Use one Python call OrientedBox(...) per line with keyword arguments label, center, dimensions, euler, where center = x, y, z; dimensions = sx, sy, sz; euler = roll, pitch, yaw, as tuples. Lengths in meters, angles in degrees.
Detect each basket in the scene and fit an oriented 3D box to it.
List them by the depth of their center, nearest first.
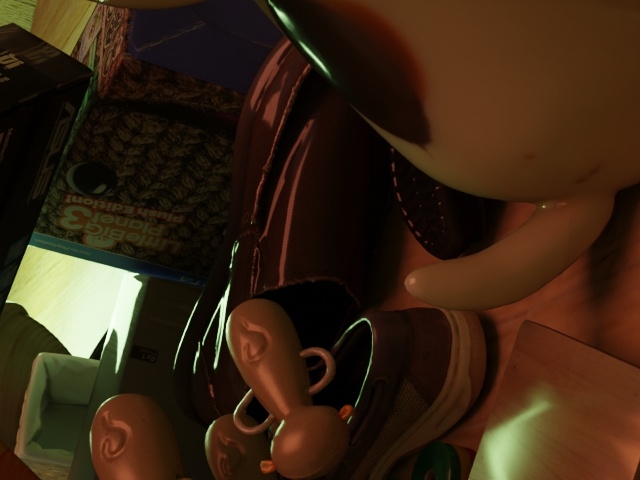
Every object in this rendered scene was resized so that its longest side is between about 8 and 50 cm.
OrientedBox(label="basket", center=(-0.229, 0.196, 1.279), dimensions=(0.103, 0.167, 0.113), euler=(131, 148, -56))

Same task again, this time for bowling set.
OrientedBox(label="bowling set", center=(-0.073, 0.192, 0.793), dimensions=(0.287, 0.200, 0.154), euler=(-36, 49, 7))

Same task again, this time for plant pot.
OrientedBox(label="plant pot", center=(-0.334, 0.190, 1.399), dimensions=(0.237, 0.110, 0.237), euler=(6, -90, -86))

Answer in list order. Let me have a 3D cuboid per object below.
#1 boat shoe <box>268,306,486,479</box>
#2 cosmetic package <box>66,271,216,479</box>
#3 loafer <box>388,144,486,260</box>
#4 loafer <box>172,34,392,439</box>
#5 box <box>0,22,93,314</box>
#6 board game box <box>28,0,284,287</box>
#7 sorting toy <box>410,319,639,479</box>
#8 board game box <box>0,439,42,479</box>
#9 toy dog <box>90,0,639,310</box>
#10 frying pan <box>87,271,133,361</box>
OrientedBox(label="boat shoe", center=(0.007, 0.131, 0.865), dimensions=(0.285, 0.092, 0.103), euler=(-50, 32, 43))
OrientedBox(label="cosmetic package", center=(-0.148, 0.158, 1.163), dimensions=(0.107, 0.127, 0.238), euler=(-1, 76, 66))
OrientedBox(label="loafer", center=(0.092, -0.096, 0.851), dimensions=(0.080, 0.078, 0.220), euler=(151, 114, -70))
OrientedBox(label="loafer", center=(0.000, 0.000, 0.959), dimensions=(0.130, 0.134, 0.366), euler=(34, 111, 56))
OrientedBox(label="box", center=(-0.352, 0.044, 0.964), dimensions=(0.395, 0.097, 0.318), euler=(-62, -7, 26))
OrientedBox(label="board game box", center=(-0.119, -0.097, 1.132), dimensions=(0.291, 0.232, 0.141), euler=(-48, 34, 48))
OrientedBox(label="sorting toy", center=(0.138, 0.123, 0.630), dimensions=(0.274, 0.046, 0.132), euler=(24, 97, 68))
OrientedBox(label="board game box", center=(-0.335, 0.410, 0.941), dimensions=(0.356, 0.356, 0.356), euler=(-42, -6, -46))
OrientedBox(label="toy dog", center=(0.008, -0.189, 0.674), dimensions=(0.284, 0.408, 0.395), euler=(23, 96, 68))
OrientedBox(label="frying pan", center=(-0.223, 0.094, 1.435), dimensions=(0.197, 0.053, 0.326), euler=(-56, 10, -16))
